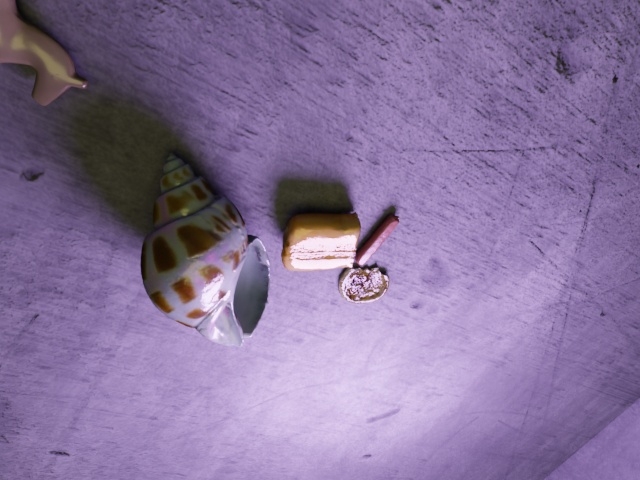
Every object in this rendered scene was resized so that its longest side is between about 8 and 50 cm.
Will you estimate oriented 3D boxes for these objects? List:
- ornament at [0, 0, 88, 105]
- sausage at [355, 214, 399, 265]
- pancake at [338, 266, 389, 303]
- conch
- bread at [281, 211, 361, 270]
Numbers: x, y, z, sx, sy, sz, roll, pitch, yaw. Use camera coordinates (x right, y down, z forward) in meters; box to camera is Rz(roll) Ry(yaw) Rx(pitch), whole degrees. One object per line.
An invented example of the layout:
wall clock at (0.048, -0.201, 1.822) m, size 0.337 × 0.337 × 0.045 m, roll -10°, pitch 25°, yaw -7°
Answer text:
ornament at (-0.479, -0.314, 0.613) m, size 0.244 × 0.061 × 0.230 m, roll 1°, pitch 121°, yaw -10°
sausage at (0.129, -0.002, 0.980) m, size 0.035 × 0.030 × 0.147 m, roll 26°, pitch 112°, yaw -27°
pancake at (0.105, 0.112, 1.050) m, size 0.129 × 0.023 × 0.116 m, roll 5°, pitch 120°, yaw -12°
conch at (-0.218, 0.030, 0.819) m, size 0.249 × 0.197 × 0.368 m, roll -22°, pitch 129°, yaw -47°
bread at (0.000, -0.001, 0.914) m, size 0.173 × 0.085 × 0.134 m, roll 1°, pitch 124°, yaw -16°
